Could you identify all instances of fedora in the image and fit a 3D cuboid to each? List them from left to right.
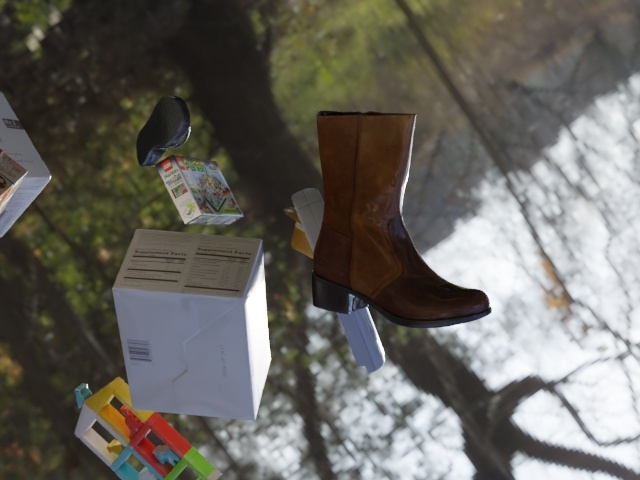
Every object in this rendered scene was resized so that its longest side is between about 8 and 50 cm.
[{"bbox_3d":[0.000,0.000,2.738,0.194,0.194,0.079,-83,-162,-83],"label":"fedora"}]

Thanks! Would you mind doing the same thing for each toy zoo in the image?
[{"bbox_3d":[-0.325,0.360,2.470,0.030,0.293,0.192,-44,176,-44],"label":"toy zoo"}]

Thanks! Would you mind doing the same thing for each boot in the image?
[{"bbox_3d":[0.113,-0.033,1.878,0.264,0.280,0.096,11,-166,30],"label":"boot"}]

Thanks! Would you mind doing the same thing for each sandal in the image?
[{"bbox_3d":[-0.290,-0.209,2.650,0.054,0.097,0.254,0,169,-23],"label":"sandal"}]

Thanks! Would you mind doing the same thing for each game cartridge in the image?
[{"bbox_3d":[0.026,0.054,2.295,0.060,0.196,0.294,-25,-135,2],"label":"game cartridge"}]

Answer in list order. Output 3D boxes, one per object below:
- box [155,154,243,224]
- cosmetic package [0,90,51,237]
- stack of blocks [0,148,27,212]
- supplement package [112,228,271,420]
[{"bbox_3d":[-0.203,-0.083,2.369,0.036,0.114,0.207,-29,173,14],"label":"box"},{"bbox_3d":[-0.543,-0.119,2.135,0.151,0.184,0.151,-44,157,27],"label":"cosmetic package"},{"bbox_3d":[-0.552,-0.030,1.912,0.297,0.171,0.087,-49,-175,30],"label":"stack of blocks"},{"bbox_3d":[-0.194,0.131,2.166,0.204,0.262,0.145,5,-140,8],"label":"supplement package"}]
